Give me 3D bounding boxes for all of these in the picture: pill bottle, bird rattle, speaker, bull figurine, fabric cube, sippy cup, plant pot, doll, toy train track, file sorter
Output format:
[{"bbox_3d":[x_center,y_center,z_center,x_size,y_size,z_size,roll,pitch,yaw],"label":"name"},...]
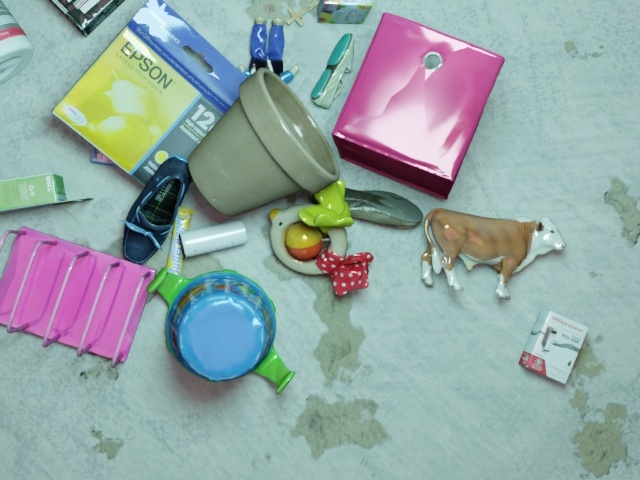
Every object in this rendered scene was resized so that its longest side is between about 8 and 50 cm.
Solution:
[{"bbox_3d":[-0.725,-0.458,1.708,0.176,0.176,0.318,-36,94,-5],"label":"pill bottle"},{"bbox_3d":[0.000,0.000,1.813,0.207,0.143,0.253,0,130,18],"label":"bird rattle"},{"bbox_3d":[-0.222,-0.004,1.812,0.136,0.055,0.055,-13,91,-14],"label":"speaker"},{"bbox_3d":[0.361,0.022,1.860,0.310,0.101,0.188,10,91,-6],"label":"bull figurine"},{"bbox_3d":[0.191,-0.260,1.745,0.254,0.259,0.258,23,87,6],"label":"fabric cube"},{"bbox_3d":[-0.196,0.181,1.736,0.305,0.224,0.240,4,91,-7],"label":"sippy cup"},{"bbox_3d":[-0.126,-0.167,1.701,0.229,0.263,0.263,-33,93,16],"label":"plant pot"},{"bbox_3d":[-0.108,-0.370,1.839,0.129,0.046,0.189,4,89,-5],"label":"doll"},{"bbox_3d":[-0.039,-0.486,1.865,0.083,0.014,0.048,-37,86,-11],"label":"toy train track"},{"bbox_3d":[-0.503,0.112,1.727,0.290,0.182,0.202,19,88,-6],"label":"file sorter"}]

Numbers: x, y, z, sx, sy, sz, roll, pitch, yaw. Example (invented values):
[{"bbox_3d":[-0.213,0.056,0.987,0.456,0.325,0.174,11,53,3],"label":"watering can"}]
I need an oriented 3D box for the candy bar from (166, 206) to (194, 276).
[{"bbox_3d":[-0.298,0.009,1.832,0.040,0.018,0.161,10,88,-6],"label":"candy bar"}]

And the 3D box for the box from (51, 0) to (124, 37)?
[{"bbox_3d":[-0.461,-0.623,1.788,0.257,0.079,0.322,45,86,-6],"label":"box"}]

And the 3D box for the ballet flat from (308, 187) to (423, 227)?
[{"bbox_3d":[0.094,-0.069,1.856,0.250,0.084,0.058,12,130,-9],"label":"ballet flat"}]

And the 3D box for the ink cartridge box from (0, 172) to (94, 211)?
[{"bbox_3d":[-0.573,-0.097,1.757,0.209,0.109,0.062,-9,92,-6],"label":"ink cartridge box"}]

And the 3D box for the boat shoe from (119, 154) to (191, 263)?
[{"bbox_3d":[-0.339,-0.054,1.742,0.109,0.089,0.258,18,120,-13],"label":"boat shoe"}]

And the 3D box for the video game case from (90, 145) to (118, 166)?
[{"bbox_3d":[-0.388,-0.209,1.824,0.166,0.015,0.119,8,89,-6],"label":"video game case"}]

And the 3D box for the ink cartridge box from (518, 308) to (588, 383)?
[{"bbox_3d":[0.506,0.228,1.897,0.099,0.056,0.135,23,88,-5],"label":"ink cartridge box"}]

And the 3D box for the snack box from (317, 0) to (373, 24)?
[{"bbox_3d":[0.049,-0.484,1.809,0.100,0.141,0.037,-1,89,-6],"label":"snack box"}]

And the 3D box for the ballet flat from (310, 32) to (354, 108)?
[{"bbox_3d":[0.035,-0.359,1.859,0.052,0.057,0.168,29,90,-33],"label":"ballet flat"}]

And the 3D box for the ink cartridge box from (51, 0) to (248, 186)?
[{"bbox_3d":[-0.317,-0.275,1.748,0.303,0.072,0.307,40,95,-22],"label":"ink cartridge box"}]
